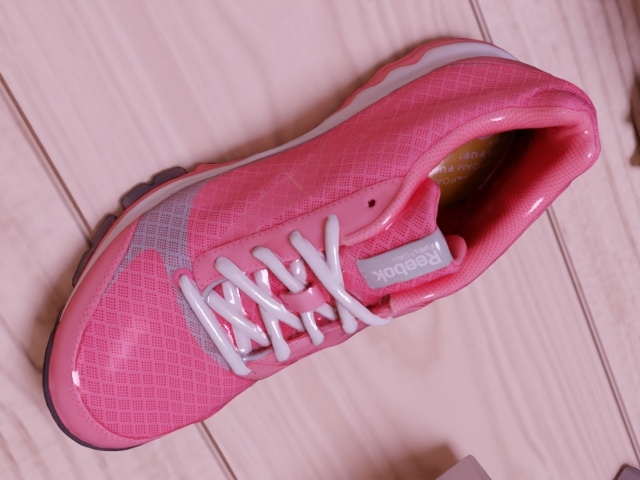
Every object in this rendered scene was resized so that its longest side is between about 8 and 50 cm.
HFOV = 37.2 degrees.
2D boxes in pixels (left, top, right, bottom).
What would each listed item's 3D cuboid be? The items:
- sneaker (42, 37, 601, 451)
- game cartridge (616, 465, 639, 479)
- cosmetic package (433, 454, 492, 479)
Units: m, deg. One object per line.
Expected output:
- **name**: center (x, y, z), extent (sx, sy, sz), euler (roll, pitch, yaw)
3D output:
- **sneaker**: center (0.000, -0.001, 0.465), extent (0.314, 0.136, 0.116), euler (-36, 113, -9)
- **game cartridge**: center (0.218, 0.357, 0.690), extent (0.230, 0.068, 0.355), euler (27, 93, -29)
- **cosmetic package**: center (0.131, 0.335, 0.544), extent (0.197, 0.155, 0.365), euler (-39, 100, 0)
